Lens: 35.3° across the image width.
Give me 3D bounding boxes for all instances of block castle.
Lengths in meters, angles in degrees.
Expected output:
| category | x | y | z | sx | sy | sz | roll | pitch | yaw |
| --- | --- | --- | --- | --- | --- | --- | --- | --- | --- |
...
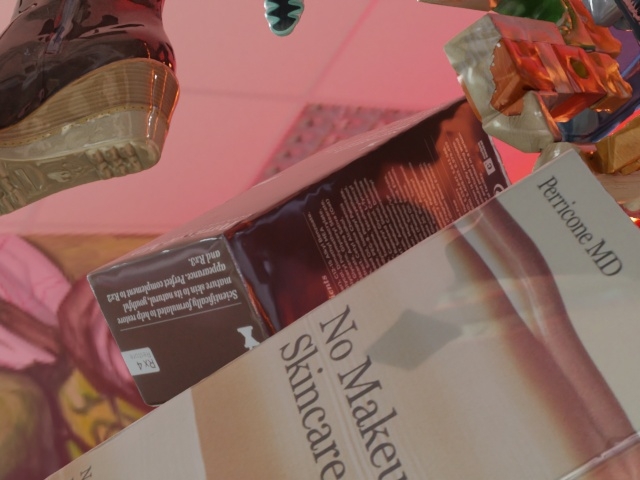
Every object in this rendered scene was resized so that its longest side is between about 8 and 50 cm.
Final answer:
| category | x | y | z | sx | sy | sz | roll | pitch | yaw |
| --- | --- | --- | --- | --- | --- | --- | --- | --- | --- |
| block castle | 0.261 | -0.264 | 0.862 | 0.213 | 0.453 | 0.303 | -5 | -24 | -44 |

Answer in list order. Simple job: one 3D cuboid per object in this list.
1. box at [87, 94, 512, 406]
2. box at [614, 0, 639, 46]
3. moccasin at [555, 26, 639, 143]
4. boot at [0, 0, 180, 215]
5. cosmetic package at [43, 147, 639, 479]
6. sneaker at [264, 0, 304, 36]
| category | x | y | z | sx | sy | sz | roll | pitch | yaw |
| --- | --- | --- | --- | --- | --- | --- | --- | --- | --- |
| box | 0.000 | 0.000 | 0.929 | 0.191 | 0.143 | 0.381 | -15 | 14 | 42 |
| box | 0.268 | -0.173 | 0.438 | 0.073 | 0.293 | 0.295 | 35 | -63 | -9 |
| moccasin | 0.377 | -0.226 | 1.266 | 0.342 | 0.138 | 0.117 | -34 | -41 | -34 |
| boot | -0.230 | -0.123 | 0.762 | 0.248 | 0.207 | 0.090 | -7 | -37 | -1 |
| cosmetic package | 0.033 | 0.115 | 0.434 | 0.296 | 0.153 | 0.129 | -33 | -51 | 7 |
| sneaker | -0.032 | -0.231 | 0.961 | 0.038 | 0.098 | 0.069 | 5 | -13 | 1 |
